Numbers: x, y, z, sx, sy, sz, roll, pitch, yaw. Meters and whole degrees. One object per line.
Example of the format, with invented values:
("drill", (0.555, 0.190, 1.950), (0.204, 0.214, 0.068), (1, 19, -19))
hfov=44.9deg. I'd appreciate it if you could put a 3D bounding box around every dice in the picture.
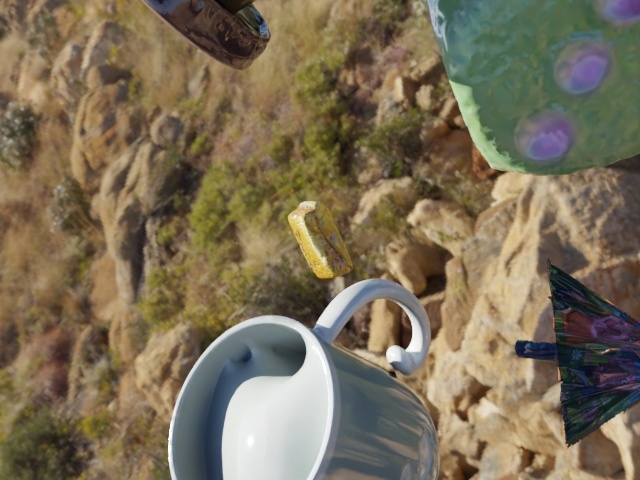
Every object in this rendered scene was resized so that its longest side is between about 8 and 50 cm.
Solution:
("dice", (0.328, -0.300, 1.044), (0.322, 0.330, 0.318), (-16, 28, 17))

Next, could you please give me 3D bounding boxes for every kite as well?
("kite", (0.376, 0.141, 1.028), (0.233, 0.016, 0.321), (3, 44, 8))

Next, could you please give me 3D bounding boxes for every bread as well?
("bread", (0.000, 0.000, 1.250), (0.053, 0.132, 0.074), (-33, 13, -28))

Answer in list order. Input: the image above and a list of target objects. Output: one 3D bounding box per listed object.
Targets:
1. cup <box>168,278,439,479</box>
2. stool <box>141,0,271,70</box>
("cup", (0.023, 0.218, 0.985), (0.259, 0.274, 0.357), (34, 90, 46))
("stool", (-0.129, -0.358, 0.933), (0.178, 0.272, 0.272), (-40, 33, 17))
